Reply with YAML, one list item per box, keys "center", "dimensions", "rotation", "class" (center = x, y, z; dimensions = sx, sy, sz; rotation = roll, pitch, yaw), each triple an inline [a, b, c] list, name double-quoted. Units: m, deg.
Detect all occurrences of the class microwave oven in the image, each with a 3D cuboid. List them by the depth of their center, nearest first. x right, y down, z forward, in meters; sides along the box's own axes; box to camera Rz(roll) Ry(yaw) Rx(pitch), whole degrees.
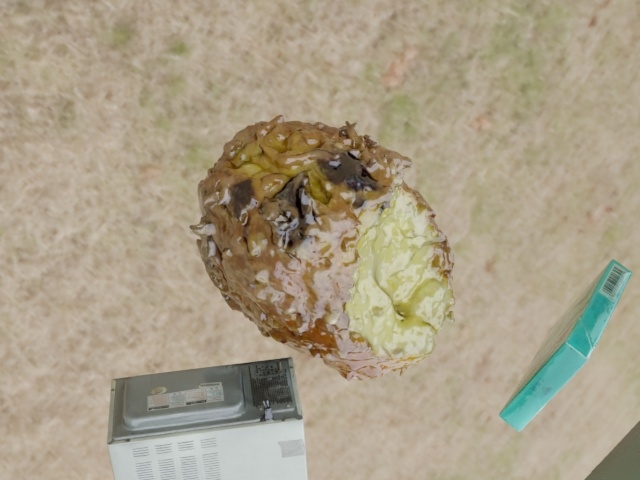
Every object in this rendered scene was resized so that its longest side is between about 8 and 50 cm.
- center: [-0.144, 0.257, 1.278]
  dimensions: [0.240, 0.145, 0.194]
  rotation: [-6, 118, -5]
  class: "microwave oven"

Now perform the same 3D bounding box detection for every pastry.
- center: [-0.006, 0.001, 1.314]
  dimensions: [0.292, 0.337, 0.405]
  rotation: [-60, 141, -13]
  class: "pastry"

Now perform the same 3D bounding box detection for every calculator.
- center: [0.553, 0.373, 1.637]
  dimensions: [0.248, 0.058, 0.274]
  rotation: [-46, 177, -6]
  class: "calculator"

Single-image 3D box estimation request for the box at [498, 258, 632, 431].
- center: [0.326, 0.135, 1.297]
  dimensions: [0.226, 0.042, 0.161]
  rotation: [-42, 165, -49]
  class: "box"
